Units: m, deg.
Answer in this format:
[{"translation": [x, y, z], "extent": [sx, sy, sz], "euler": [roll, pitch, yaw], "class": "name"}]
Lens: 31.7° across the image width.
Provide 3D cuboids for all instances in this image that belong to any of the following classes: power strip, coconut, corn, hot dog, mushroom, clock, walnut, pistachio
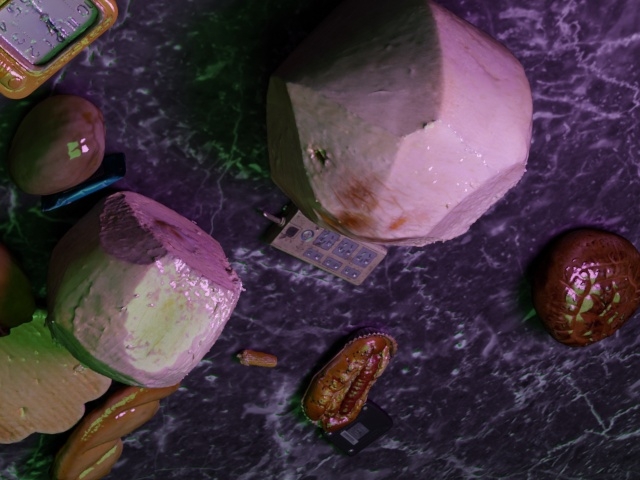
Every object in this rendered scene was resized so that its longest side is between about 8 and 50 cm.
[{"translation": [0.000, 0.000, 1.949], "extent": [0.268, 0.034, 0.092], "euler": [26, 115, -37], "class": "power strip"}, {"translation": [0.096, -0.165, 1.644], "extent": [0.415, 0.345, 0.415], "euler": [-14, 134, -15], "class": "coconut"}, {"translation": [-0.118, 0.219, 2.085], "extent": [0.083, 0.028, 0.027], "euler": [14, 142, -32], "class": "corn"}, {"translation": [0.054, 0.265, 2.169], "extent": [0.131, 0.069, 0.253], "euler": [17, 118, -32], "class": "hot dog"}, {"translation": [0.519, 0.095, 2.177], "extent": [0.253, 0.153, 0.253], "euler": [-16, 128, -22], "class": "mushroom"}, {"translation": [-0.384, -0.299, 1.500], "extent": [0.202, 0.096, 0.143], "euler": [-38, 129, 9], "class": "clock"}, {"translation": [-0.520, 0.062, 1.718], "extent": [0.137, 0.137, 0.245], "euler": [-34, 128, 7], "class": "walnut"}, {"translation": [-0.383, -0.132, 1.633], "extent": [0.126, 0.108, 0.185], "euler": [39, 116, -13], "class": "pistachio"}, {"translation": [-0.283, 0.089, 1.737], "extent": [0.297, 0.297, 0.255], "euler": [29, 101, -38], "class": "coconut"}]

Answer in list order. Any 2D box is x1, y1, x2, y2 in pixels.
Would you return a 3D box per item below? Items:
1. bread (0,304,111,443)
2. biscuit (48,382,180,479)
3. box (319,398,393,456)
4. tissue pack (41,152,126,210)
[{"translation": [-0.509, 0.226, 1.909], "extent": [0.316, 0.054, 0.316], "euler": [-11, 130, -14], "class": "bread"}, {"translation": [-0.384, 0.348, 2.044], "extent": [0.299, 0.045, 0.154], "euler": [-51, 150, 19], "class": "biscuit"}, {"translation": [0.077, 0.382, 2.304], "extent": [0.125, 0.027, 0.126], "euler": [-37, 133, 9], "class": "box"}, {"translation": [-0.354, -0.087, 1.694], "extent": [0.138, 0.085, 0.028], "euler": [-25, 122, -1], "class": "tissue pack"}]
